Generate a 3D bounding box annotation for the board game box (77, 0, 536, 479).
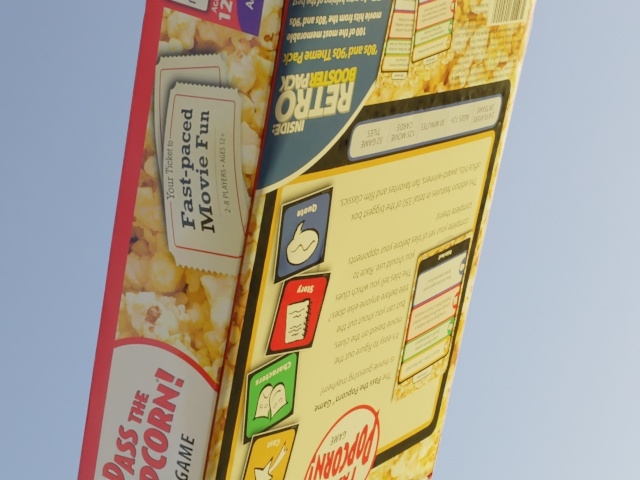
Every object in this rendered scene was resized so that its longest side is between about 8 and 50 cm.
[{"bbox_3d":[0.000,0.000,0.451,0.146,0.045,0.194,-16,-59,-55],"label":"board game box"}]
